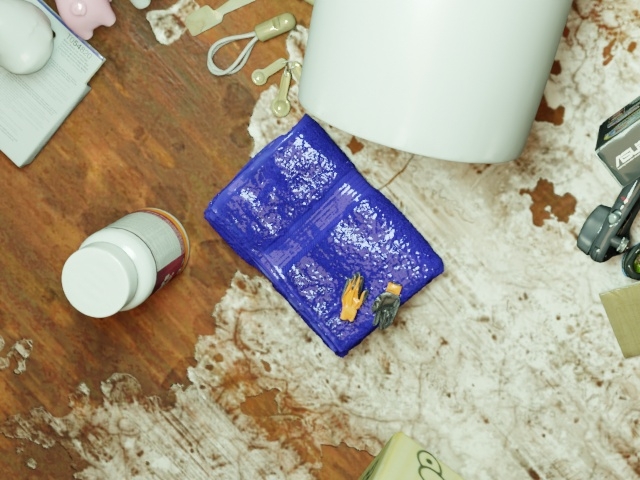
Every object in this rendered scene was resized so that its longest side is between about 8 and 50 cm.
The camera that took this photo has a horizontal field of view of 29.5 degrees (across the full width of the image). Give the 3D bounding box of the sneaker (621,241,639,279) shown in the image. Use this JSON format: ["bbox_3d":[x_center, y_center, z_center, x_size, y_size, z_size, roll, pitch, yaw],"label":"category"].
[{"bbox_3d":[0.489,0.000,1.627,0.188,0.078,0.067,-34,89,19],"label":"sneaker"}]

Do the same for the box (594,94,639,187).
[{"bbox_3d":[0.470,-0.185,1.511,0.270,0.216,0.060,-37,92,21],"label":"box"}]

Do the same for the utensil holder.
[{"bbox_3d":[0.157,-0.324,1.500,0.328,0.327,0.385,18,109,10],"label":"utensil holder"}]

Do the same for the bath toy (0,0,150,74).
[{"bbox_3d":[-0.334,-0.371,1.693,0.348,0.129,0.151,-32,52,7],"label":"bath toy"}]

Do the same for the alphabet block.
[{"bbox_3d":[0.118,0.433,1.773,0.192,0.197,0.193,38,110,3],"label":"alphabet block"}]

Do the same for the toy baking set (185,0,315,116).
[{"bbox_3d":[-0.063,-0.289,1.720,0.256,0.030,0.196,36,110,3],"label":"toy baking set"}]

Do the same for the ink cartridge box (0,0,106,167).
[{"bbox_3d":[-0.459,-0.264,1.820,0.223,0.045,0.224,44,108,0],"label":"ink cartridge box"}]

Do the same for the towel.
[{"bbox_3d":[0.000,0.000,1.755,0.308,0.076,0.228,46,111,-1],"label":"towel"}]

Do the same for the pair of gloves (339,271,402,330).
[{"bbox_3d":[0.071,0.086,1.722,0.083,0.010,0.074,15,102,2],"label":"pair of gloves"}]

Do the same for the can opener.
[{"bbox_3d":[0.414,-0.052,1.639,0.073,0.059,0.186,36,108,20],"label":"can opener"}]

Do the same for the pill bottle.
[{"bbox_3d":[-0.281,0.032,1.758,0.121,0.221,0.121,4,105,14],"label":"pill bottle"}]

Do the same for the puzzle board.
[{"bbox_3d":[0.448,0.105,1.676,0.096,0.011,0.128,-18,124,17],"label":"puzzle board"}]
